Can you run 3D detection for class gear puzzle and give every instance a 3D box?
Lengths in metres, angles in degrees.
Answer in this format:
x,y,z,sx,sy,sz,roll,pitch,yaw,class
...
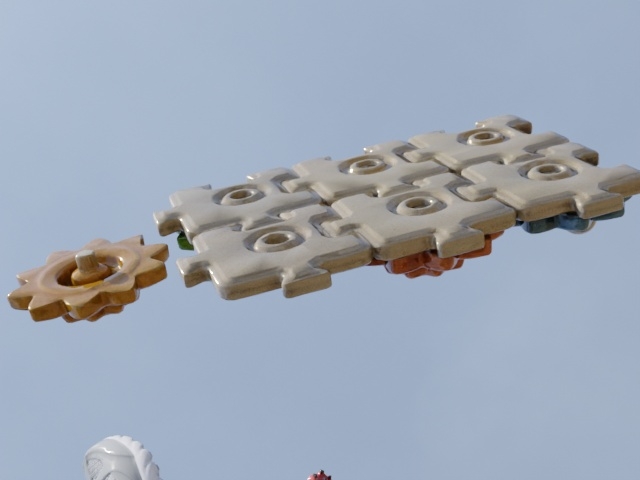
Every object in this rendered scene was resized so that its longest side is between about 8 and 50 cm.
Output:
x,y,z,sx,sy,sz,roll,pitch,yaw,class
0.000,0.000,0.535,0.339,0.175,0.044,-14,-67,-14,gear puzzle

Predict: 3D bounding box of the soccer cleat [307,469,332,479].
x,y,z,sx,sy,sz,roll,pitch,yaw,class
0.019,0.266,0.976,0.029,0.083,0.036,-12,-59,-53,soccer cleat

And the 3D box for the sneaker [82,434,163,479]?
x,y,z,sx,sy,sz,roll,pitch,yaw,class
-0.208,0.295,0.975,0.115,0.281,0.105,-14,-64,-23,sneaker
